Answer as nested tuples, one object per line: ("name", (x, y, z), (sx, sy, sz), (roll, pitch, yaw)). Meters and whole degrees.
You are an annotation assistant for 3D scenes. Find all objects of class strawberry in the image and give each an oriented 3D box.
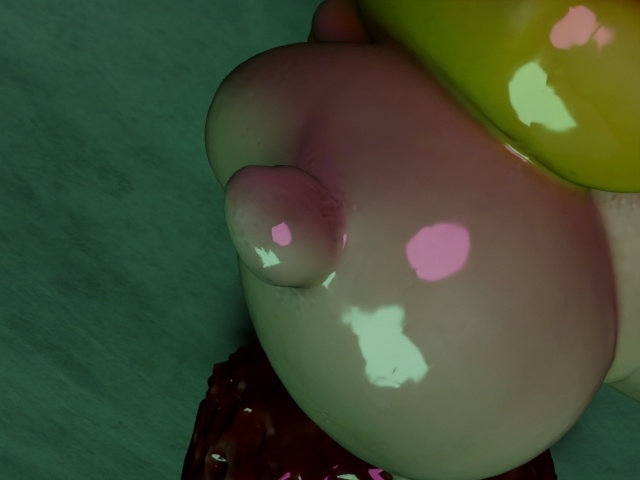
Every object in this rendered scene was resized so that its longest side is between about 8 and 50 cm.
("strawberry", (0.018, 0.257, 0.988), (0.295, 0.345, 0.317), (-16, 134, 44))

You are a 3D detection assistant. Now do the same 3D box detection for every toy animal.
("toy animal", (0.069, 0.013, 0.633), (0.277, 0.247, 0.345), (29, 169, 49))
